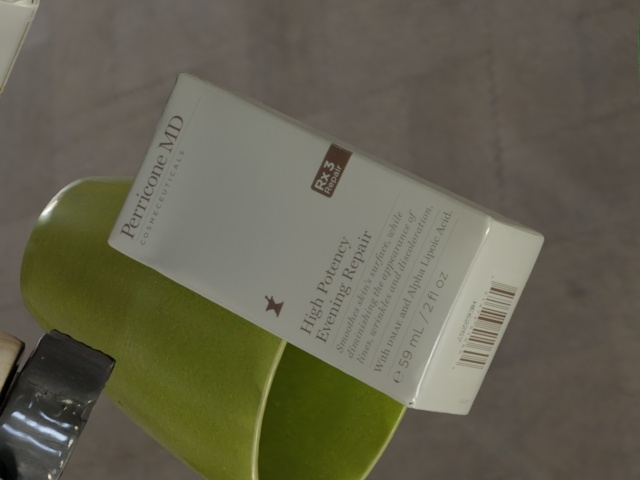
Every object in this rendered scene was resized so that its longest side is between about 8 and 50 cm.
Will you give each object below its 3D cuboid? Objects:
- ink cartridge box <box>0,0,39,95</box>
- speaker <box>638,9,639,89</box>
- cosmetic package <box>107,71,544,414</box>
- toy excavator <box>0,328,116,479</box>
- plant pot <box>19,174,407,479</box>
[{"bbox_3d":[-0.325,-0.184,1.424,0.306,0.226,0.131,135,145,-62],"label":"ink cartridge box"},{"bbox_3d":[0.185,-0.025,0.745,0.131,0.131,0.297,-2,92,41],"label":"speaker"},{"bbox_3d":[0.000,0.000,1.142,0.231,0.085,0.117,25,94,29],"label":"cosmetic package"},{"bbox_3d":[-0.358,0.259,1.417,0.445,0.222,0.433,-64,5,-18],"label":"toy excavator"},{"bbox_3d":[-0.095,0.059,1.658,0.293,0.275,0.275,22,94,26],"label":"plant pot"}]
